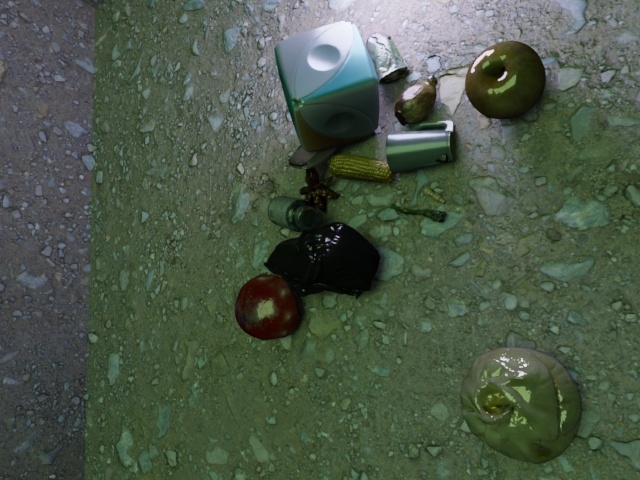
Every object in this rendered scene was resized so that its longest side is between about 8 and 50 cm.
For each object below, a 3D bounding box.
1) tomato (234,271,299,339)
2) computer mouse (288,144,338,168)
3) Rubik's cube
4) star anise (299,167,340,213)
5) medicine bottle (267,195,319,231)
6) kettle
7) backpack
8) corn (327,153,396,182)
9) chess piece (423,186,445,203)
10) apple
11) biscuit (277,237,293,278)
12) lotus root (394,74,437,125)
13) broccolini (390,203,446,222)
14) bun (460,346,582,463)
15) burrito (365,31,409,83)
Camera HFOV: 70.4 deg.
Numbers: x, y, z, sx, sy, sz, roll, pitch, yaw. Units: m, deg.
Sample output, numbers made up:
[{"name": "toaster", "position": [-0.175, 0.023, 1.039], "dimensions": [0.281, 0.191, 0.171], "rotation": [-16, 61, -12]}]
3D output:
[{"name": "tomato", "position": [-0.268, 0.299, 2.013], "dimensions": [0.334, 0.176, 0.290], "rotation": [18, 111, 35]}, {"name": "computer mouse", "position": [-0.011, -0.413, 1.998], "dimensions": [0.158, 0.072, 0.310], "rotation": [20, 60, 41]}, {"name": "Rubik's cube", "position": [0.029, -0.608, 1.831], "dimensions": [0.351, 0.347, 0.352], "rotation": [-14, 67, -1]}, {"name": "star anise", "position": [-0.024, -0.220, 2.020], "dimensions": [0.212, 0.111, 0.196], "rotation": [50, 137, 0]}, {"name": "medicine bottle", "position": [-0.116, -0.114, 1.978], "dimensions": [0.293, 0.141, 0.142], "rotation": [20, 95, 60]}, {"name": "kettle", "position": [0.396, -0.372, 1.759], "dimensions": [0.242, 0.160, 0.211], "rotation": [-3, 53, 26]}, {"name": "backpack", "position": [-0.008, 0.097, 1.841], "dimensions": [0.445, 0.363, 0.255], "rotation": [-10, 54, 44]}, {"name": "corn", "position": [0.164, -0.302, 1.900], "dimensions": [0.317, 0.115, 0.115], "rotation": [12, 90, 33]}, {"name": "chess piece", "position": [0.442, -0.171, 1.749], "dimensions": [0.092, 0.035, 0.035], "rotation": [38, 104, 27]}, {"name": "apple", "position": [0.633, -0.540, 1.556], "dimensions": [0.256, 0.233, 0.257], "rotation": [-3, 84, 33]}, {"name": "biscuit", "position": [-0.145, 0.084, 2.082], "dimensions": [0.052, 0.056, 0.188], "rotation": [25, 96, 31]}, {"name": "lotus root", "position": [0.383, -0.547, 1.786], "dimensions": [0.214, 0.138, 0.138], "rotation": [-45, 62, 19]}, {"name": "broccolini", "position": [0.379, -0.112, 1.780], "dimensions": [0.238, 0.051, 0.054], "rotation": [15, 48, 39]}, {"name": "bun", "position": [0.617, 0.513, 1.425], "dimensions": [0.364, 0.219, 0.366], "rotation": [-2, 85, 32]}, {"name": "burrito", "position": [0.268, -0.773, 1.900], "dimensions": [0.143, 0.089, 0.229], "rotation": [-22, 74, -1]}]
